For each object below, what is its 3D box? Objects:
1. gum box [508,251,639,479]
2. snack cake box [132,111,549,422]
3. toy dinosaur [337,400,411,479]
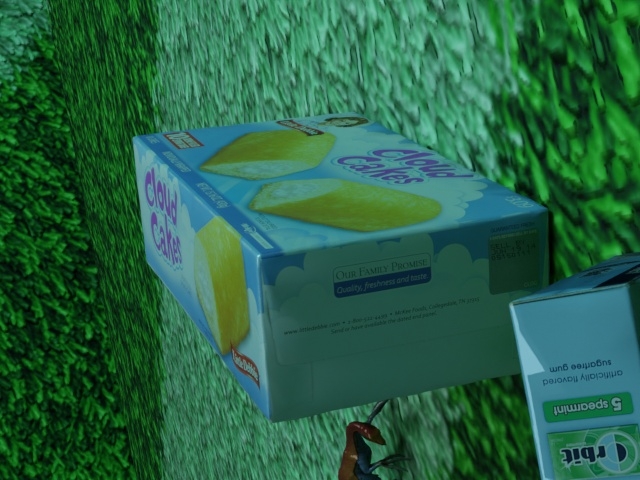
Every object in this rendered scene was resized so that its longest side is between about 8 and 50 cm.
[{"bbox_3d":[0.120,0.099,0.466,0.157,0.041,0.184,-12,-89,-66],"label":"gum box"},{"bbox_3d":[0.000,0.000,0.752,0.264,0.152,0.089,-142,45,-64],"label":"snack cake box"},{"bbox_3d":[0.028,0.150,0.900,0.047,0.090,0.082,43,175,38],"label":"toy dinosaur"}]
